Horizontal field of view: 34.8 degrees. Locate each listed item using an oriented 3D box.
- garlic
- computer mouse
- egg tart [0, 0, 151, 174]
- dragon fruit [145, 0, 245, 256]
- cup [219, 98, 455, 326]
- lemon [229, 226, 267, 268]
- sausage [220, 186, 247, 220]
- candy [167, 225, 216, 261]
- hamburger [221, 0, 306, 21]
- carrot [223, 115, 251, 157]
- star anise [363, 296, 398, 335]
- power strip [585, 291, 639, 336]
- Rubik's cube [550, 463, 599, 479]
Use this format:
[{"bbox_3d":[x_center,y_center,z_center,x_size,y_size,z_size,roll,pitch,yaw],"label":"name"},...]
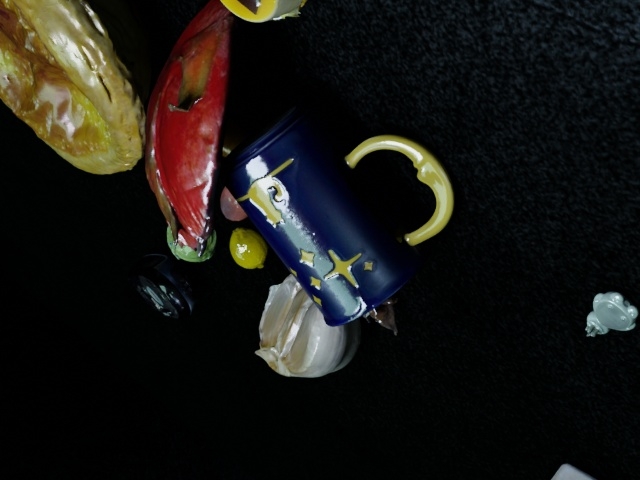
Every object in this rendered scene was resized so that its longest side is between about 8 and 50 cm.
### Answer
[{"bbox_3d":[-0.004,0.149,1.723,0.142,0.178,0.229,21,-174,-23],"label":"garlic"},{"bbox_3d":[-0.337,0.093,2.230,0.233,0.096,0.137,11,135,60],"label":"computer mouse"},{"bbox_3d":[-0.393,-0.309,1.547,0.443,0.178,0.443,37,154,22],"label":"egg tart"},{"bbox_3d":[-0.171,-0.131,1.310,0.343,0.100,0.282,112,157,-48],"label":"dragon fruit"},{"bbox_3d":[0.035,-0.064,1.321,0.256,0.255,0.178,53,-167,-12],"label":"cup"},{"bbox_3d":[-0.124,0.016,1.782,0.065,0.065,0.092,15,143,50],"label":"lemon"},{"bbox_3d":[-0.135,-0.066,1.673,0.059,0.054,0.094,43,157,4],"label":"sausage"},{"bbox_3d":[-0.212,-0.058,1.811,0.335,0.092,0.093,119,142,-59],"label":"candy"},{"bbox_3d":[-0.065,-0.301,1.131,0.126,0.081,0.141,31,141,26],"label":"hamburger"},{"bbox_3d":[-0.106,-0.128,1.523,0.256,0.061,0.061,36,156,10],"label":"carrot"},{"bbox_3d":[0.065,0.082,1.575,0.129,0.056,0.124,23,137,36],"label":"star anise"},{"bbox_3d":[0.330,0.089,1.173,0.055,0.035,0.083,43,155,6],"label":"power strip"},{"bbox_3d":[0.415,0.583,1.492,0.316,0.319,0.322,27,152,35],"label":"Rubik's cube"}]
